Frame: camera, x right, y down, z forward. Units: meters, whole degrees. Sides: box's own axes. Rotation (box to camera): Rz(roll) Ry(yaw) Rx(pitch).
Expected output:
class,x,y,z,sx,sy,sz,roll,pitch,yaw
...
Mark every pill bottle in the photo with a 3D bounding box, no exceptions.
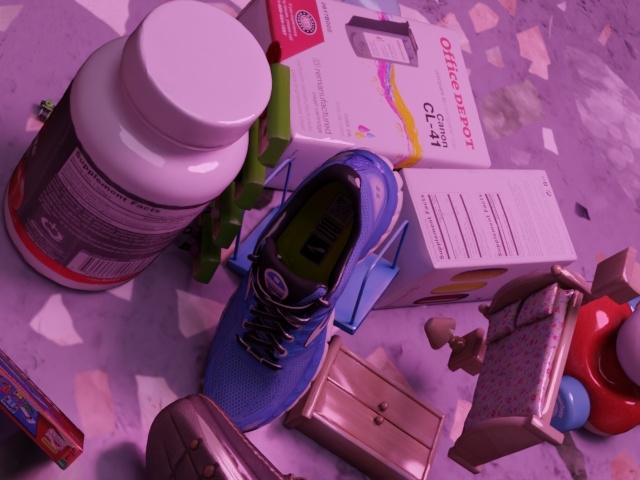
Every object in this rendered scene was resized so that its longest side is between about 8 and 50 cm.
class,x,y,z,sx,sy,sz,roll,pitch,yaw
pill bottle,-0.178,-0.088,1.039,0.176,0.318,0.176,17,56,-27

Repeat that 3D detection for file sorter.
class,x,y,z,sx,sy,sz,roll,pitch,yaw
file sorter,0.000,0.000,1.218,0.170,0.104,0.118,28,47,14

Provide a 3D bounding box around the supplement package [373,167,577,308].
class,x,y,z,sx,sy,sz,roll,pitch,yaw
supplement package,0.179,-0.003,1.362,0.244,0.139,0.134,-2,67,-34

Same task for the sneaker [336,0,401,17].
class,x,y,z,sx,sy,sz,roll,pitch,yaw
sneaker,0.027,-0.451,1.489,0.135,0.150,0.366,-22,80,-39

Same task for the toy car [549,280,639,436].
class,x,y,z,sx,sy,sz,roll,pitch,yaw
toy car,0.413,0.127,1.388,0.219,0.238,0.210,-1,66,-35

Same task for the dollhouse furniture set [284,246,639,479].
class,x,y,z,sx,sy,sz,roll,pitch,yaw
dollhouse furniture set,0.128,0.154,1.098,0.173,0.355,0.303,35,52,-14

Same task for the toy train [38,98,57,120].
class,x,y,z,sx,sy,sz,roll,pitch,yaw
toy train,-0.278,-0.129,1.193,0.083,0.017,0.024,30,63,-18

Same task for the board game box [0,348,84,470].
class,x,y,z,sx,sy,sz,roll,pitch,yaw
board game box,-0.320,0.092,0.965,0.027,0.145,0.281,-44,95,-13

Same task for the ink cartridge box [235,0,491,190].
class,x,y,z,sx,sy,sz,roll,pitch,yaw
ink cartridge box,0.045,-0.178,1.370,0.306,0.131,0.226,4,64,-32

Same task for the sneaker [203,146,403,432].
class,x,y,z,sx,sy,sz,roll,pitch,yaw
sneaker,-0.040,0.051,1.084,0.129,0.330,0.147,29,11,15

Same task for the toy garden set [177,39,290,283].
class,x,y,z,sx,sy,sz,roll,pitch,yaw
toy garden set,-0.100,-0.105,1.157,0.049,0.244,0.204,15,47,-18

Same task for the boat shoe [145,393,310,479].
class,x,y,z,sx,sy,sz,roll,pitch,yaw
boat shoe,-0.046,0.303,1.065,0.130,0.132,0.355,-35,97,-52
